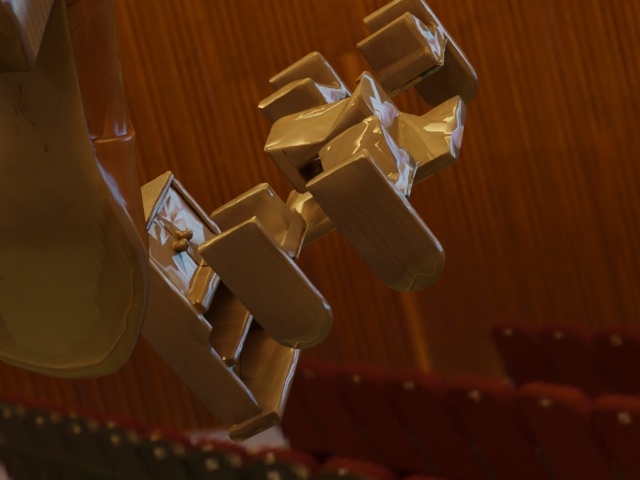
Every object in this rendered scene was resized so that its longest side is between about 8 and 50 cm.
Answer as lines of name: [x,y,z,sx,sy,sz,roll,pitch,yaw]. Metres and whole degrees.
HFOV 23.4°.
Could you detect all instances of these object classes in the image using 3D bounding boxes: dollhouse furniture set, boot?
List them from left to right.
boot: [-0.119,-0.093,0.703,0.104,0.295,0.211,3,52,4]
dollhouse furniture set: [0.000,0.000,1.606,0.394,0.256,0.362,-29,23,26]
